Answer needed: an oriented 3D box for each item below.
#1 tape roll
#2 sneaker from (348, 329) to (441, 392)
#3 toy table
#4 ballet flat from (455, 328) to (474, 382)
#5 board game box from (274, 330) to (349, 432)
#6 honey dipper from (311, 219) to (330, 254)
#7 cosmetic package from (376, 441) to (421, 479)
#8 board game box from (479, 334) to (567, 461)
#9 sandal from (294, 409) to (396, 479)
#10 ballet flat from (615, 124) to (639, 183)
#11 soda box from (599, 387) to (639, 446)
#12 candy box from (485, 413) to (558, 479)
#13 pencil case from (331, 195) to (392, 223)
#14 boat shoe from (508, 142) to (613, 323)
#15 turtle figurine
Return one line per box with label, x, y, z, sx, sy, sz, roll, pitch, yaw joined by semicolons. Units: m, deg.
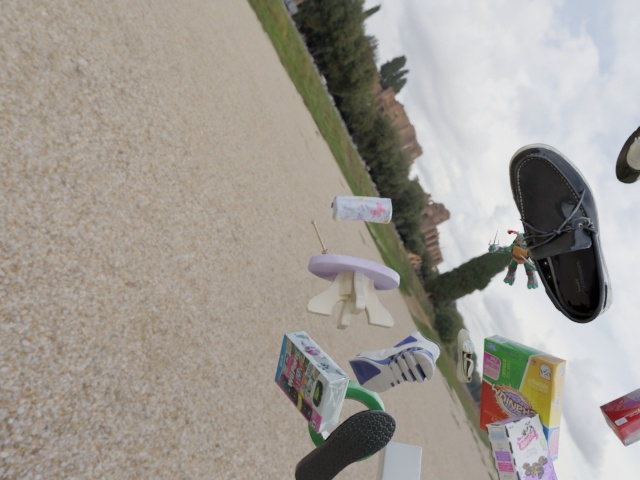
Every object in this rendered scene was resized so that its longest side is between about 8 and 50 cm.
tape roll;0.111;0.738;1.894;0.321;0.321;0.077;63;8;-4
sneaker;0.264;0.386;1.502;0.182;0.316;0.127;-24;91;-50
toy table;0.089;0.156;1.357;0.252;0.275;0.160;87;11;-64
ballet flat;0.465;0.367;1.471;0.052;0.057;0.168;-4;-98;60
board game box;-0.039;0.506;1.690;0.303;0.098;0.223;35;-61;49
honey dipper;0.000;0.000;1.649;0.030;0.031;0.160;-97;165;-70
cosmetic package;0.313;1.098;1.950;0.230;0.162;0.452;87;13;-65
board game box;0.615;0.481;1.432;0.242;0.064;0.316;14;-73;57
sandal;0.086;0.780;1.784;0.167;0.446;0.107;53;5;-7
ballet flat;0.873;-0.272;1.218;0.095;0.280;0.096;27;28;17
soda box;0.920;0.453;1.267;0.092;0.263;0.083;56;10;-21
candy box;0.564;0.601;1.298;0.165;0.070;0.196;1;70;-33
pencil case;0.188;-0.138;2.110;0.113;0.273;0.124;-104;-164;-74
boat shoe;0.624;-0.014;1.203;0.156;0.187;0.499;-25;96;-53
turtle figurine;0.669;0.056;1.555;0.175;0.118;0.234;29;-32;49
